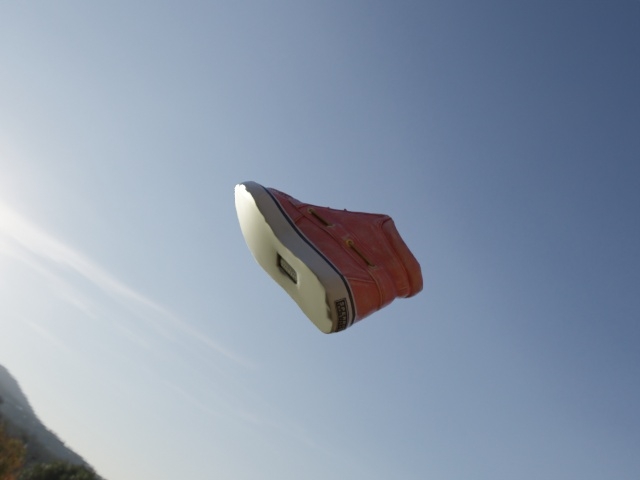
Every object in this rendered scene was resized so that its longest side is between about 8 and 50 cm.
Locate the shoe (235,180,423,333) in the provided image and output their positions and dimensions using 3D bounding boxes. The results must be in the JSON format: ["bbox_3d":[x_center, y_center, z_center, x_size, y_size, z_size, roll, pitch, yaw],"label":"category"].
[{"bbox_3d":[0.000,0.000,0.447,0.178,0.081,0.064,45,-36,46],"label":"shoe"}]
